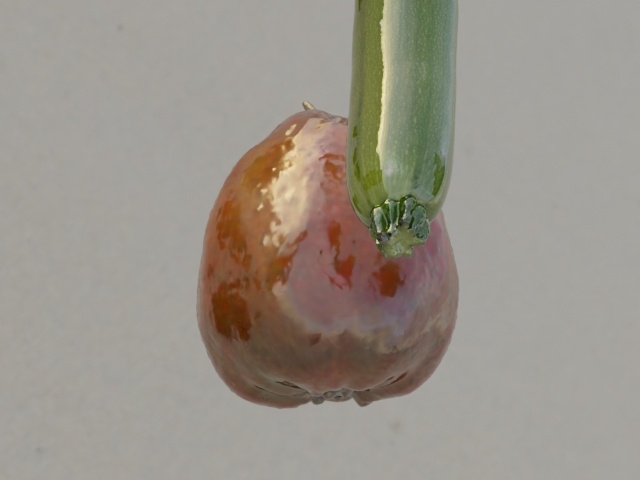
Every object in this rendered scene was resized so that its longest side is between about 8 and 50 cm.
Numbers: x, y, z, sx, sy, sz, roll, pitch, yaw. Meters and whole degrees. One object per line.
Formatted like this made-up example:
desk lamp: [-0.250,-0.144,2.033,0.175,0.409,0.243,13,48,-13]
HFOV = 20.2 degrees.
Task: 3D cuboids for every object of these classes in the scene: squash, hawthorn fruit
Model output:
squash: [0.050,-0.097,1.066,0.069,0.069,0.258,25,55,-33]
hawthorn fruit: [0.000,0.000,1.418,0.210,0.210,0.262,12,66,-47]
